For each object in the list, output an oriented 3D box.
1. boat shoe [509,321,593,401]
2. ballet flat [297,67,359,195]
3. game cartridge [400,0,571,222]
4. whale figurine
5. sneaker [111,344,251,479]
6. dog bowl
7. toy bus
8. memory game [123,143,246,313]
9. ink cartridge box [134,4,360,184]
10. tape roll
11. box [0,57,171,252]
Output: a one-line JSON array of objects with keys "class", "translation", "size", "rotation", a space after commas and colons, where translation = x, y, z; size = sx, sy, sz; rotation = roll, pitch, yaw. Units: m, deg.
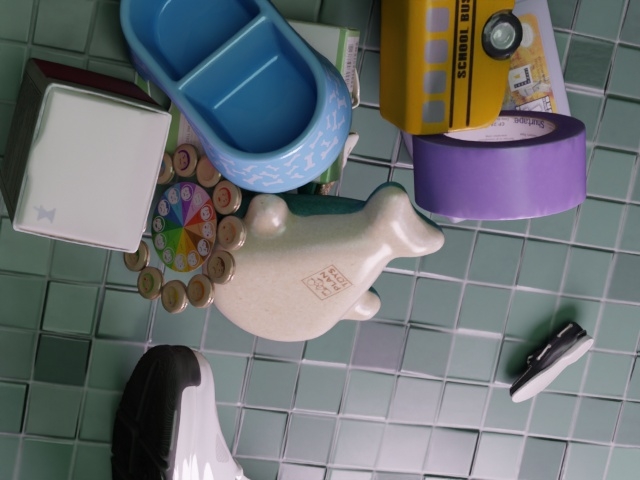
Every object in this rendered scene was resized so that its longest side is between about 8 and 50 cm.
[{"class": "boat shoe", "translation": [0.278, 0.150, 1.871], "size": [0.125, 0.038, 0.046], "rotation": [-41, 153, 1]}, {"class": "ballet flat", "translation": [0.013, -0.137, 1.708], "size": [0.067, 0.073, 0.206], "rotation": [-4, 107, -27]}, {"class": "game cartridge", "translation": [0.182, -0.177, 1.752], "size": [0.198, 0.062, 0.297], "rotation": [-21, 110, -15]}, {"class": "whale figurine", "translation": [0.000, 0.000, 1.658], "size": [0.272, 0.141, 0.216], "rotation": [-26, 128, 28]}, {"class": "sneaker", "translation": [-0.096, 0.314, 1.753], "size": [0.258, 0.169, 0.447], "rotation": [-6, 113, -24]}, {"class": "dog bowl", "translation": [-0.096, -0.187, 1.575], "size": [0.166, 0.074, 0.297], "rotation": [-40, 75, 1]}, {"class": "toy bus", "translation": [0.138, -0.288, 1.607], "size": [0.130, 0.108, 0.332], "rotation": [-7, 112, -19]}, {"class": "memory game", "translation": [-0.151, -0.013, 1.637], "size": [0.012, 0.186, 0.186], "rotation": [4, 104, -51]}, {"class": "ink cartridge box", "translation": [-0.085, -0.164, 1.661], "size": [0.235, 0.056, 0.171], "rotation": [10, 101, 15]}, {"class": "tape roll", "translation": [0.195, -0.085, 1.651], "size": [0.189, 0.189, 0.080], "rotation": [-8, 108, -15]}, {"class": "box", "translation": [-0.246, -0.091, 1.550], "size": [0.127, 0.232, 0.148], "rotation": [13, 100, -18]}]
